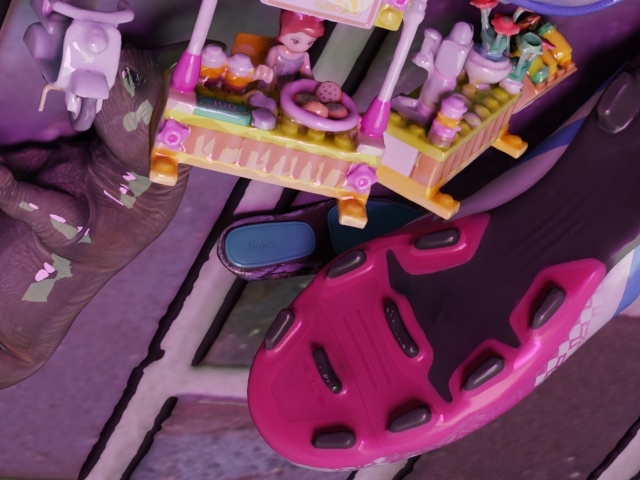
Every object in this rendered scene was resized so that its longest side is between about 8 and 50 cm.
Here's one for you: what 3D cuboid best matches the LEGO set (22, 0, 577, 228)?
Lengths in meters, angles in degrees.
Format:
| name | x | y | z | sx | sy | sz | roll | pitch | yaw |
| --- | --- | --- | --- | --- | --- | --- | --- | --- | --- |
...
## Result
| name | x | y | z | sx | sy | sz | roll | pitch | yaw |
| --- | --- | --- | --- | --- | --- | --- | --- | --- | --- |
| LEGO set | 0.025 | -0.087 | 0.834 | 0.287 | 0.132 | 0.107 | -1 | 127 | -31 |

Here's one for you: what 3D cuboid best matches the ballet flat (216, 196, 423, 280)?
| name | x | y | z | sx | sy | sz | roll | pitch | yaw |
| --- | --- | --- | --- | --- | --- | --- | --- | --- | --- |
| ballet flat | 0.000 | 0.000 | 1.037 | 0.114 | 0.041 | 0.041 | -6 | 143 | -12 |

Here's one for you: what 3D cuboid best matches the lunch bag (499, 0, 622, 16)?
| name | x | y | z | sx | sy | sz | roll | pitch | yaw |
| --- | --- | --- | --- | --- | --- | --- | --- | --- | --- |
| lunch bag | 0.062 | -0.220 | 0.703 | 0.303 | 0.115 | 0.243 | 18 | 131 | -37 |

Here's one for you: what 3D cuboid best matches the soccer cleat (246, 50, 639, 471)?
| name | x | y | z | sx | sy | sz | roll | pitch | yaw |
| --- | --- | --- | --- | --- | --- | --- | --- | --- | --- |
| soccer cleat | 0.118 | 0.016 | 0.997 | 0.331 | 0.116 | 0.143 | -36 | 157 | 10 |

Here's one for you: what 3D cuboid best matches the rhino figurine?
| name | x | y | z | sx | sy | sz | roll | pitch | yaw |
| --- | --- | --- | --- | --- | --- | --- | --- | --- | --- |
| rhino figurine | -0.126 | -0.015 | 0.938 | 0.106 | 0.073 | 0.243 | 28 | 119 | -36 |
